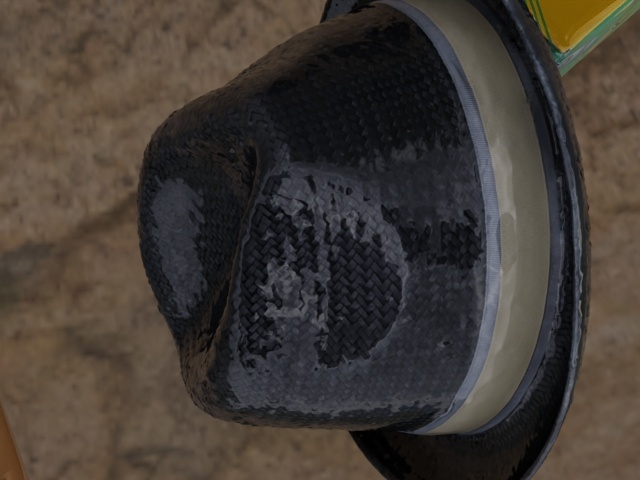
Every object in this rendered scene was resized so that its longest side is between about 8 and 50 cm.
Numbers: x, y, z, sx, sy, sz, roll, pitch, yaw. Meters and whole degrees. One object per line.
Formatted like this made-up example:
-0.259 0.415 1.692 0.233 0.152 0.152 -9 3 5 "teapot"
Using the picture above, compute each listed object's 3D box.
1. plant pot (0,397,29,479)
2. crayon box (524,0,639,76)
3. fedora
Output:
-0.206 0.145 0.573 0.291 0.291 0.203 -3 110 -10 "plant pot"
0.188 -0.245 1.141 0.278 0.165 0.081 -41 172 -17 "crayon box"
0.000 0.000 0.874 0.152 0.334 0.334 -11 134 -22 "fedora"
